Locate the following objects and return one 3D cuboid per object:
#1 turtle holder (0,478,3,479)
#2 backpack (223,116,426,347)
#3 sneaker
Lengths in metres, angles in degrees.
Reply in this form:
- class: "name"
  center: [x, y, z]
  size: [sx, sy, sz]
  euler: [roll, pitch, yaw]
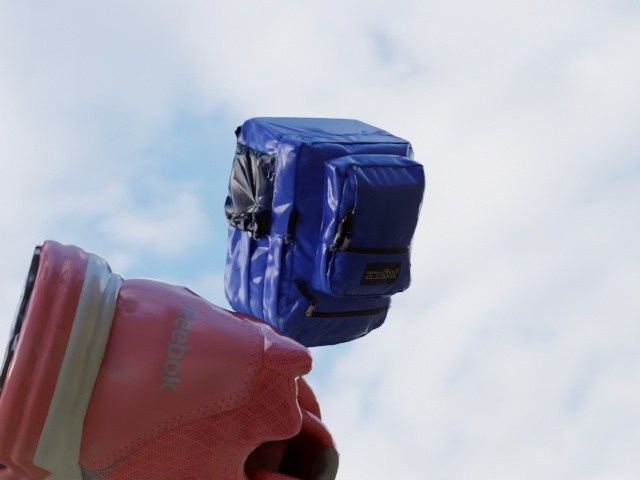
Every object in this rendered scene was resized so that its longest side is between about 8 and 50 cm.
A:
- class: "turtle holder"
  center: [-0.341, 0.213, 1.469]
  size: [0.227, 0.320, 0.243]
  euler: [-31, -65, -9]
- class: "backpack"
  center: [0.000, 0.000, 0.945]
  size: [0.098, 0.101, 0.120]
  euler: [0, -72, -36]
- class: "sneaker"
  center: [-0.061, 0.108, 0.776]
  size: [0.136, 0.116, 0.314]
  euler: [11, -23, 4]
